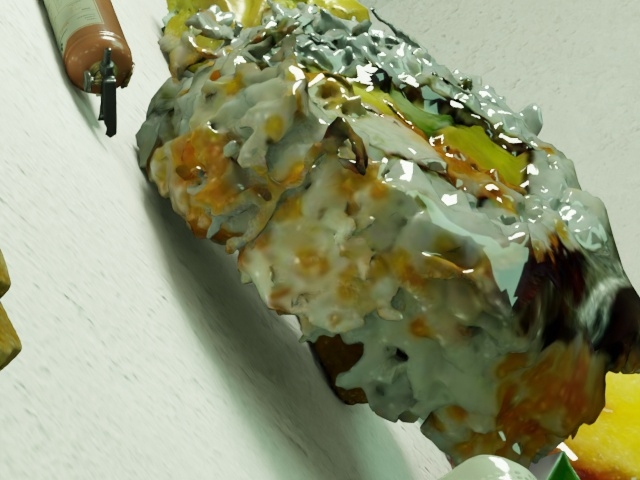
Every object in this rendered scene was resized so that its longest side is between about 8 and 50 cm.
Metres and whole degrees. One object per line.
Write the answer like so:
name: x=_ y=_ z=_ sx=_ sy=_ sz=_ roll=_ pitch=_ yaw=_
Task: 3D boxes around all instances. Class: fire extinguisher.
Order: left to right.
fire extinguisher: x=-0.163 y=-0.144 z=1.252 sx=0.177 sy=0.050 sz=0.062 roll=-113 pitch=-153 yaw=-46

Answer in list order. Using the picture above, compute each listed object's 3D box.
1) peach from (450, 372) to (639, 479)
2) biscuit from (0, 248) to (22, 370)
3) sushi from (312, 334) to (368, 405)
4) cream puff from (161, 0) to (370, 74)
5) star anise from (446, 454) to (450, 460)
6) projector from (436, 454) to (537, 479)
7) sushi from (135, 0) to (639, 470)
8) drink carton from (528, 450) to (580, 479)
peach: x=0.298 y=0.209 z=1.636 sx=0.281 sy=0.338 sz=0.281 roll=-19 pitch=90 yaw=-79
biscuit: x=-0.182 y=-0.038 z=0.701 sx=0.166 sy=0.036 sz=0.225 roll=50 pitch=7 yaw=-49
sushi: x=0.057 y=0.045 z=1.523 sx=0.149 sy=0.140 sz=0.287 roll=43 pitch=15 yaw=-37
cream puff: x=-0.044 y=-0.171 z=1.692 sx=0.221 sy=0.195 sz=0.195 roll=50 pitch=10 yaw=-23
star anise: x=0.129 y=0.114 z=1.885 sx=0.223 sy=0.109 sz=0.236 roll=49 pitch=12 yaw=-27
projector: x=0.117 y=0.257 z=0.938 sx=0.242 sy=0.163 sz=0.177 roll=49 pitch=12 yaw=-38
sushi: x=0.046 y=-0.024 z=1.292 sx=0.417 sy=0.176 sz=0.417 roll=32 pitch=22 yaw=-14
drink carton: x=0.181 y=0.299 z=1.243 sx=0.271 sy=0.108 sz=0.161 roll=-113 pitch=-171 yaw=-49
